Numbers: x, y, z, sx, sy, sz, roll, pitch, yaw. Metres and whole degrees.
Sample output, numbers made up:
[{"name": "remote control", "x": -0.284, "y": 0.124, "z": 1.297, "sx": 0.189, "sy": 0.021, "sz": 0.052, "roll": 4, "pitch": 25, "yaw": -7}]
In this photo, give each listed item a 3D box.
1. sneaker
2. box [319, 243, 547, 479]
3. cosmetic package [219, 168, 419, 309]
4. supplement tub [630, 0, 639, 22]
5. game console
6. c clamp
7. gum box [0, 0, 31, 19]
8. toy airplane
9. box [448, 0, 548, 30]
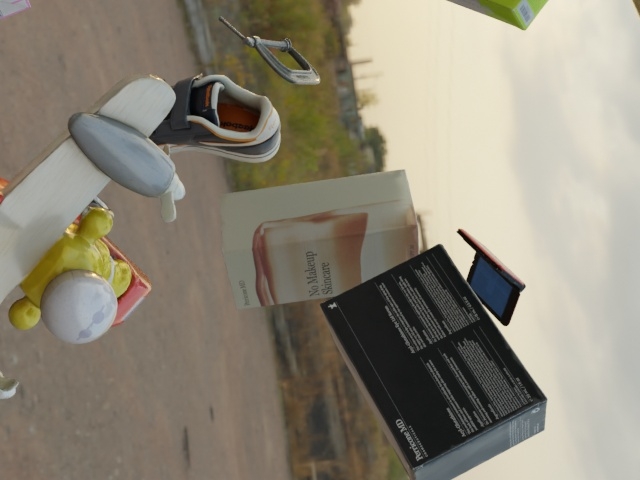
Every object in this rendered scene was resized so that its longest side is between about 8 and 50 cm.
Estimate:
[{"name": "sneaker", "x": -0.224, "y": -0.209, "z": 1.580, "sx": 0.127, "sy": 0.321, "sz": 0.126, "roll": 99, "pitch": -6, "yaw": -65}, {"name": "box", "x": 0.140, "y": 0.160, "z": 1.238, "sx": 0.103, "sy": 0.184, "sz": 0.261, "roll": 76, "pitch": -14, "yaw": -55}, {"name": "cosmetic package", "x": 0.000, "y": 0.000, "z": 1.515, "sx": 0.153, "sy": 0.296, "sz": 0.129, "roll": 80, "pitch": 2, "yaw": -50}, {"name": "supplement tub", "x": 0.653, "y": -0.490, "z": 1.701, "sx": 0.331, "sy": 0.241, "sz": 0.241, "roll": 35, "pitch": 42, "yaw": -53}, {"name": "game console", "x": 0.288, "y": 0.065, "z": 1.724, "sx": 0.124, "sy": 0.085, "sz": 0.144, "roll": 33, "pitch": 11, "yaw": -40}, {"name": "c clamp", "x": -0.065, "y": -0.285, "z": 1.463, "sx": 0.137, "sy": 0.022, "sz": 0.161, "roll": 49, "pitch": 23, "yaw": 17}, {"name": "gum box", "x": -0.468, "y": -0.319, "z": 1.221, "sx": 0.062, "sy": 0.188, "sz": 0.107, "roll": 84, "pitch": -21, "yaw": -63}, {"name": "toy airplane", "x": -0.341, "y": 0.008, "z": 1.134, "sx": 0.272, "sy": 0.384, "sz": 0.386, "roll": 44, "pitch": -44, "yaw": 31}, {"name": "box", "x": 0.186, "y": -0.307, "z": 1.073, "sx": 0.178, "sy": 0.109, "sz": 0.042, "roll": 35, "pitch": -5, "yaw": 41}]
